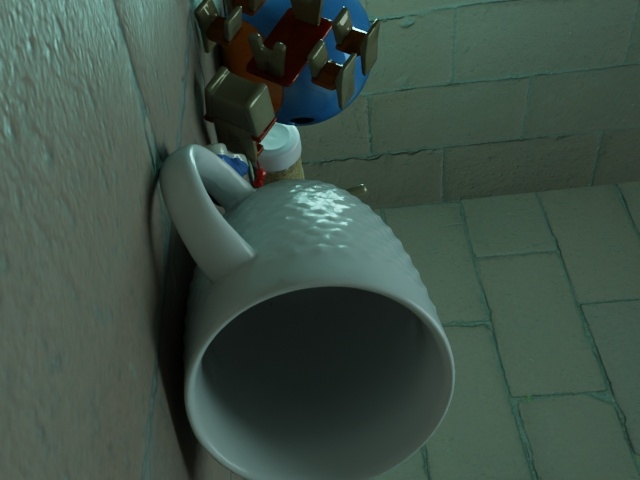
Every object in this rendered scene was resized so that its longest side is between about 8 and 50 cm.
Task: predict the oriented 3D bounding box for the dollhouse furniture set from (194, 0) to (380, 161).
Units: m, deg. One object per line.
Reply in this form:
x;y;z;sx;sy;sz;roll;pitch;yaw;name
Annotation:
-0.074;-0.266;1.240;0.259;0.262;0.135;-58;163;-25;dollhouse furniture set

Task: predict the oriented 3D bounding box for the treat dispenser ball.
-0.043;-0.360;1.497;0.288;0.288;0.288;-6;90;-89;treat dispenser ball

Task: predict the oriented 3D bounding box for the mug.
-0.047;0.043;0.916;0.374;0.276;0.328;48;14;-27;mug

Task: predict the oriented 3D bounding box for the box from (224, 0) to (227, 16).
-0.134;-0.415;1.677;0.094;0.113;0.275;-83;165;-79;box

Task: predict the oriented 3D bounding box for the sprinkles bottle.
-0.092;-0.125;1.879;0.355;0.121;0.121;82;2;-55;sprinkles bottle

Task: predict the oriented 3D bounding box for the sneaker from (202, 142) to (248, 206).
-0.135;-0.085;1.162;0.152;0.058;0.085;38;40;-82;sneaker

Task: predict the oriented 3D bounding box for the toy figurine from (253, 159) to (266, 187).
0.000;0.000;1.616;0.191;0.217;0.363;100;-22;-51;toy figurine

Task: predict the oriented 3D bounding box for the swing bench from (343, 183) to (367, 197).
-0.010;0.075;1.242;0.165;0.254;0.253;-41;-111;52;swing bench
